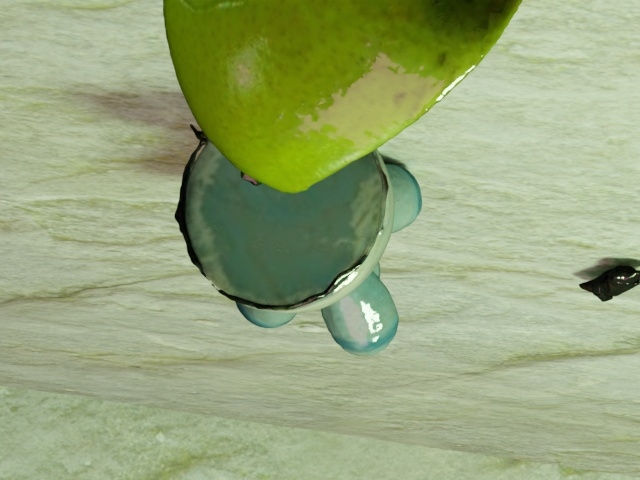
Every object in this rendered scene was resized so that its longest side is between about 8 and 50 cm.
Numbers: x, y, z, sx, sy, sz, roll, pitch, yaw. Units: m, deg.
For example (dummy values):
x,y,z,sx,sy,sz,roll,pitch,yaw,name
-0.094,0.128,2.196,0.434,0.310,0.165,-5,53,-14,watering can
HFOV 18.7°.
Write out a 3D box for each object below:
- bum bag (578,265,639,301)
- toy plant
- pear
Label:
x,y,z,sx,sy,sz,roll,pitch,yaw,name
0.371,0.053,2.450,0.057,0.034,0.124,3,165,-21,bum bag
0.000,0.000,2.122,0.247,0.247,0.332,1,166,16,toy plant
0.030,-0.207,1.399,0.176,0.286,0.282,38,150,-24,pear
